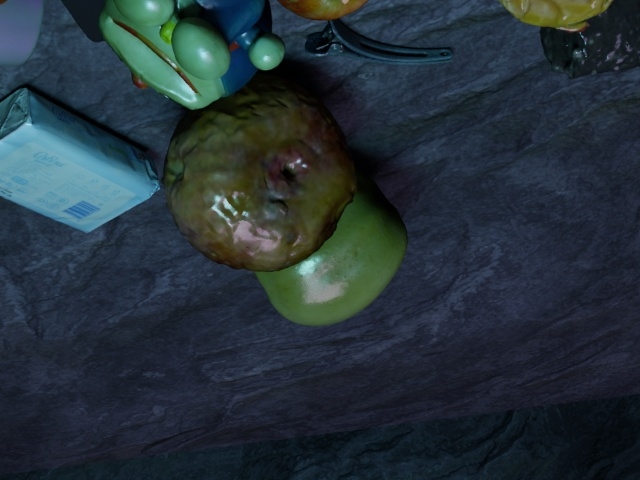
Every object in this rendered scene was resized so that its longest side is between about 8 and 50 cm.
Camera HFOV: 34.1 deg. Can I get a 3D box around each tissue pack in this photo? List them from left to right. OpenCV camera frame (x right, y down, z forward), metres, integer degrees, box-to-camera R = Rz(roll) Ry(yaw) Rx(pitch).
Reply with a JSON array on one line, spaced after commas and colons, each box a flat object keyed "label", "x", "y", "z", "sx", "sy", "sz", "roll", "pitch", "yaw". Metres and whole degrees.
[{"label": "tissue pack", "x": -0.394, "y": -0.115, "z": 1.560, "sx": 0.177, "sy": 0.089, "sz": 0.263, "roll": -27, "pitch": 146, "yaw": 26}]

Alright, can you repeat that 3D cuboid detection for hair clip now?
[{"label": "hair clip", "x": 0.090, "y": -0.275, "z": 1.487, "sx": 0.229, "sy": 0.039, "sz": 0.070, "roll": 3, "pitch": 150, "yaw": -33}]

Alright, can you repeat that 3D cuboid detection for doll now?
[{"label": "doll", "x": -0.142, "y": -0.256, "z": 1.185, "sx": 0.198, "sy": 0.186, "sz": 0.322, "roll": 43, "pitch": 169, "yaw": -16}]

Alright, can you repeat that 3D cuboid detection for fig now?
[{"label": "fig", "x": -0.135, "y": -0.107, "z": 1.558, "sx": 0.286, "sy": 0.286, "sz": 0.369, "roll": 14, "pitch": 180, "yaw": -38}]

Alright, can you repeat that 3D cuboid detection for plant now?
[{"label": "plant", "x": 0.439, "y": -0.311, "z": 1.416, "sx": 0.274, "sy": 0.149, "sz": 0.146, "roll": -12, "pitch": 127, "yaw": -10}]

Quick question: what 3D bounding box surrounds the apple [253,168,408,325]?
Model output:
[{"label": "apple", "x": 0.000, "y": 0.000, "z": 1.723, "sx": 0.279, "sy": 0.279, "sz": 0.279, "roll": -8, "pitch": 152, "yaw": -4}]

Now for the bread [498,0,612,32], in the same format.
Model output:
[{"label": "bread", "x": 0.300, "y": -0.380, "z": 1.234, "sx": 0.274, "sy": 0.149, "sz": 0.274, "roll": -11, "pitch": 151, "yaw": -6}]

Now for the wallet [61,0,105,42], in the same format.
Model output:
[{"label": "wallet", "x": -0.271, "y": -0.329, "z": 1.266, "sx": 0.124, "sy": 0.025, "sz": 0.244, "roll": -14, "pitch": 152, "yaw": 6}]

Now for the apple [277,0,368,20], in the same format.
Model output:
[{"label": "apple", "x": -0.001, "y": -0.342, "z": 1.223, "sx": 0.163, "sy": 0.139, "sz": 0.163, "roll": -22, "pitch": 159, "yaw": -9}]

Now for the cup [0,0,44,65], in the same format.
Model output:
[{"label": "cup", "x": -0.466, "y": -0.276, "z": 1.148, "sx": 0.288, "sy": 0.203, "sz": 0.203, "roll": 2, "pitch": 151, "yaw": -36}]
